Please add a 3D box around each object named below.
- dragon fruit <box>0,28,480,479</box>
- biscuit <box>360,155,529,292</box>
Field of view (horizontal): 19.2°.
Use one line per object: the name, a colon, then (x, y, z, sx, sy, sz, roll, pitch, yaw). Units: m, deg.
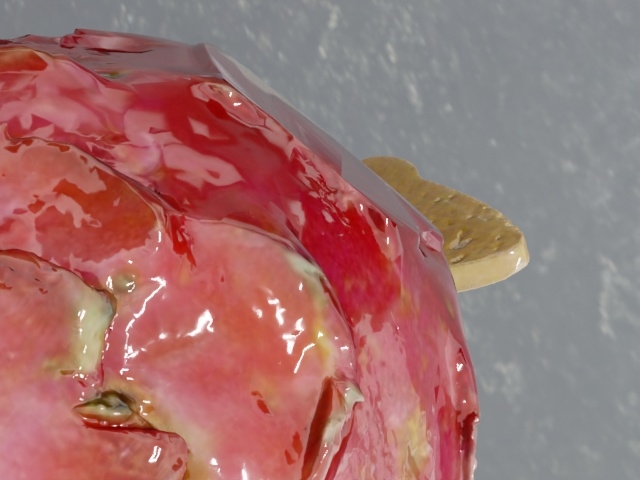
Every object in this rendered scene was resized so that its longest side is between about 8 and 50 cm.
dragon fruit: (-0.053, 0.019, 0.528, 0.261, 0.189, 0.163, 35, 150, 0)
biscuit: (0.000, 0.000, 1.017, 0.250, 0.162, 0.035, 5, 131, 35)
